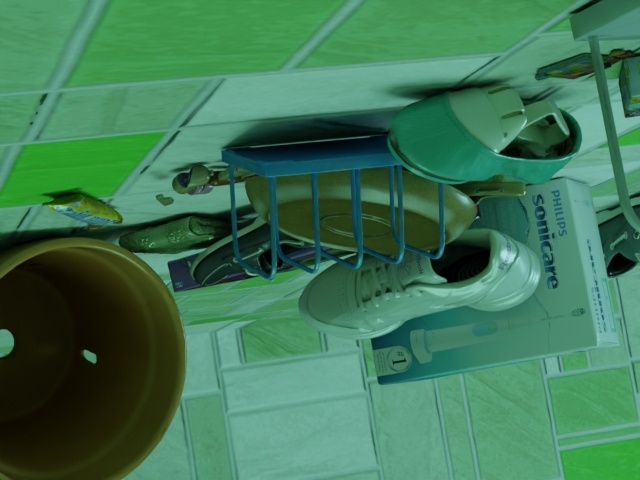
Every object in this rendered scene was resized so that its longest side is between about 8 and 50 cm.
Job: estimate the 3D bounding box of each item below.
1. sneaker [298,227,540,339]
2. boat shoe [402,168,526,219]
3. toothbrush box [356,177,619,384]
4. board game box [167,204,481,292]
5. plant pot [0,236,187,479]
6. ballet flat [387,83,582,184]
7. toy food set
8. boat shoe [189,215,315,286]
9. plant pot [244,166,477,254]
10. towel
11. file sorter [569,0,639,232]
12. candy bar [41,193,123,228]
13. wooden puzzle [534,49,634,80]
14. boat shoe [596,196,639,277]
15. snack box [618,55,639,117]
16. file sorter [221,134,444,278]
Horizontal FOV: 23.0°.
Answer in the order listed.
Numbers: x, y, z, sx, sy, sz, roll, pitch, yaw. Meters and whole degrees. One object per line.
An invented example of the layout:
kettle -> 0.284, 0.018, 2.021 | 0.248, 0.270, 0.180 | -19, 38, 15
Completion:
sneaker -> 0.104, 0.037, 1.905 | 0.305, 0.114, 0.152 | -14, 158, 20
boat shoe -> 0.141, -0.050, 1.646 | 0.068, 0.072, 0.190 | -4, 172, -36
toothbrush box -> 0.211, 0.056, 2.012 | 0.296, 0.216, 0.126 | -13, 172, 23
board game box -> 0.000, 0.000, 1.917 | 0.208, 0.056, 0.347 | -4, 171, -44
plant pot -> -0.327, 0.133, 1.800 | 0.291, 0.290, 0.203 | -4, -173, -35
ballet flat -> 0.149, -0.097, 1.337 | 0.087, 0.083, 0.247 | -41, 157, 27
toy food set -> -0.096, -0.062, 1.482 | 0.122, 0.019, 0.078 | -17, 173, 1
boat shoe -> -0.071, 0.017, 1.780 | 0.206, 0.065, 0.075 | -32, 170, 38
plant pot -> 0.039, -0.027, 1.587 | 0.236, 0.032, 0.236 | 6, 164, 2
towel -> -0.156, -0.005, 1.812 | 0.110, 0.027, 0.148 | -12, 174, 24
file sorter -> 0.331, -0.109, 1.022 | 0.193, 0.173, 0.278 | -5, 172, -27
candy bar -> -0.233, -0.030, 1.559 | 0.040, 0.018, 0.161 | -10, 172, 6
wooden puzzle -> 0.211, -0.141, 1.278 | 0.049, 0.006, 0.083 | -2, 170, -44
boat shoe -> 0.481, -0.011, 2.281 | 0.116, 0.099, 0.319 | -7, 173, -17
snack box -> 0.325, -0.139, 1.317 | 0.141, 0.037, 0.100 | -10, 172, 7
file sorter -> 0.014, -0.032, 1.389 | 0.170, 0.104, 0.118 | -7, -168, -21
